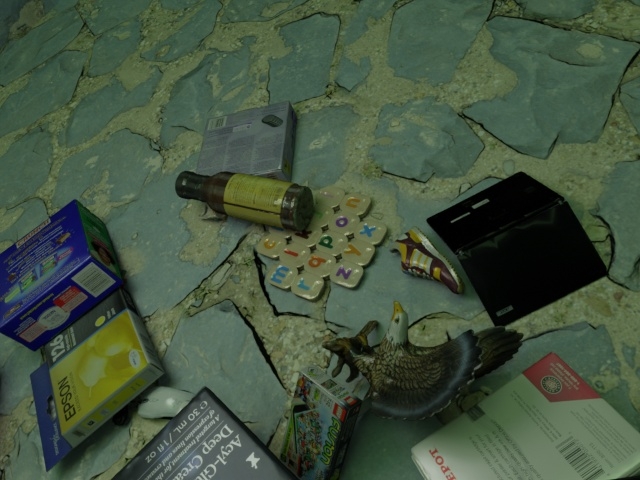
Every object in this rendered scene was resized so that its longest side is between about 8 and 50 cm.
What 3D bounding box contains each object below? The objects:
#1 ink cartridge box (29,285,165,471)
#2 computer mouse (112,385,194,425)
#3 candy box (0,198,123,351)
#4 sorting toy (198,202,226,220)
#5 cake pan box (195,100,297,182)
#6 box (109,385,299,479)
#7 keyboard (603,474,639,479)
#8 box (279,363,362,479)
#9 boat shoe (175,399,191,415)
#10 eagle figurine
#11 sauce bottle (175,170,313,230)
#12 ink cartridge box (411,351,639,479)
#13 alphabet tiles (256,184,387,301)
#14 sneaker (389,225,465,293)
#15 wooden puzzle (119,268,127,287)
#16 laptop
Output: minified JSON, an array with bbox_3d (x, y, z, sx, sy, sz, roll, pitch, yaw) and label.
[{"bbox_3d":[-0.521,0.284,1.198,0.307,0.072,0.303,-38,44,-8],"label":"ink cartridge box"},{"bbox_3d":[-0.352,0.337,1.139,0.193,0.042,0.106,-4,56,19],"label":"computer mouse"},{"bbox_3d":[-0.660,0.073,1.349,0.268,0.122,0.317,-38,42,-4],"label":"candy box"},{"bbox_3d":[-0.276,-0.082,1.385,0.075,0.045,0.083,-6,57,26],"label":"sorting toy"},{"bbox_3d":[-0.202,-0.241,1.443,0.267,0.070,0.245,-9,54,16],"label":"cake pan box"},{"bbox_3d":[-0.137,0.484,0.835,0.396,0.212,0.293,32,66,33],"label":"box"},{"bbox_3d":[0.436,0.405,0.703,0.317,0.033,0.201,0,84,-13],"label":"keyboard"},{"bbox_3d":[-0.004,0.328,0.929,0.114,0.206,0.036,29,29,34],"label":"box"},{"bbox_3d":[-0.270,0.409,1.053,0.063,0.066,0.184,15,62,9],"label":"boat shoe"},{"bbox_3d":[0.157,0.208,0.910,0.298,0.225,0.226,8,51,34],"label":"eagle figurine"},{"bbox_3d":[-0.187,-0.107,1.281,0.345,0.111,0.111,14,65,22],"label":"sauce bottle"},{"bbox_3d":[0.312,0.337,0.812,0.283,0.117,0.207,-34,40,-2],"label":"ink cartridge box"},{"bbox_3d":[0.000,0.000,1.235,0.278,0.021,0.284,18,67,29],"label":"alphabet tiles"},{"bbox_3d":[0.213,0.056,1.094,0.084,0.069,0.185,-39,47,5],"label":"sneaker"},{"bbox_3d":[-0.526,0.095,1.386,0.083,0.006,0.049,7,62,25],"label":"wooden puzzle"},{"bbox_3d":[0.380,0.006,1.089,0.234,0.136,0.264,-27,27,2],"label":"laptop"}]
